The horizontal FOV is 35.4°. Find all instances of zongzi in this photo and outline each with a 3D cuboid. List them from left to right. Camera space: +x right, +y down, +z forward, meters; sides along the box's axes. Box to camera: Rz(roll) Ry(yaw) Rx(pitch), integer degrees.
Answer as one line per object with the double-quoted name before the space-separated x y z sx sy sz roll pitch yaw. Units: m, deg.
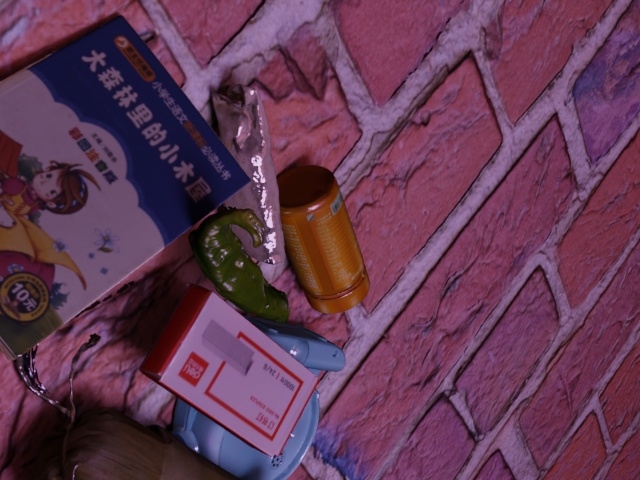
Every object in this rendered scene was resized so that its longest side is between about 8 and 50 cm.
"zongzi" -0.280 0.360 1.193 0.418 0.181 0.447 -40 118 19

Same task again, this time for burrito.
"burrito" -0.088 -0.084 1.216 0.060 0.087 0.225 -32 126 -45

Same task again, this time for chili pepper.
"chili pepper" -0.088 0.035 1.147 0.076 0.085 0.359 -43 166 -8

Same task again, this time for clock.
"clock" -0.091 0.242 1.352 0.224 0.094 0.274 14 96 -48

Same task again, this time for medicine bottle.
"medicine bottle" 0.000 0.000 1.334 0.096 0.096 0.191 -44 134 -25

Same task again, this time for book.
"book" -0.244 -0.065 0.983 0.322 0.018 0.228 -42 98 -34

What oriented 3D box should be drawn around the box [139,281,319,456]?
"box" -0.102 0.161 1.203 0.229 0.050 0.123 45 68 -39
